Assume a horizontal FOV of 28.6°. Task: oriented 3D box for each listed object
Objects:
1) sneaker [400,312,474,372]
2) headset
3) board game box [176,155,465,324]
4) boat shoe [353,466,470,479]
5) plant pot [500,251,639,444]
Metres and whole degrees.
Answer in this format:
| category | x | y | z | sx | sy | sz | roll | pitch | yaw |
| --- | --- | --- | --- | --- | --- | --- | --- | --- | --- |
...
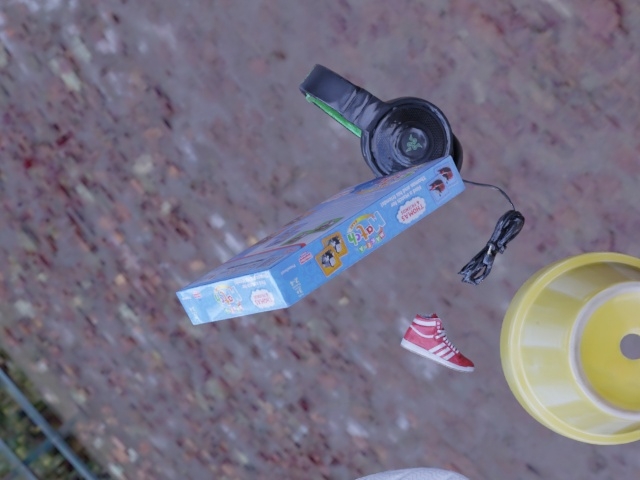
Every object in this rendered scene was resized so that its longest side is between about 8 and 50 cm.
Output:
| category | x | y | z | sx | sy | sz | roll | pitch | yaw |
| --- | --- | --- | --- | --- | --- | --- | --- | --- | --- |
| sneaker | 0.186 | 0.151 | 1.890 | 0.118 | 0.067 | 0.042 | 23 | -176 | -6 |
| headset | 0.122 | -0.110 | 1.863 | 0.394 | 0.185 | 0.243 | 35 | -179 | 14 |
| board game box | 0.000 | 0.000 | 1.074 | 0.160 | 0.211 | 0.039 | -15 | 106 | 56 |
| boat shoe | 0.007 | 0.324 | 1.176 | 0.121 | 0.335 | 0.119 | 62 | -179 | 35 |
| plant pot | 0.367 | 0.134 | 1.574 | 0.254 | 0.254 | 0.239 | 45 | 177 | 3 |
